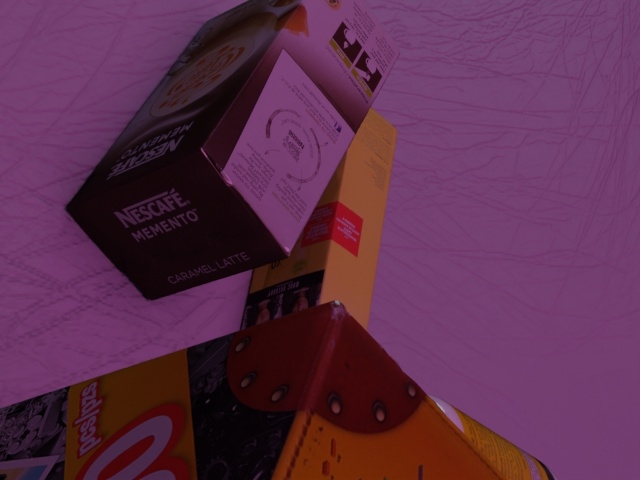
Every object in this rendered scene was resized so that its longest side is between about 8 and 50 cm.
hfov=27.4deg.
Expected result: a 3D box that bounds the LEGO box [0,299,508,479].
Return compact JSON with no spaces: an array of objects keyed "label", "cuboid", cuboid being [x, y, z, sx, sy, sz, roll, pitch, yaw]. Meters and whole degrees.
[{"label":"LEGO box","cuboid":[-0.142,0.303,0.505,0.193,0.372,0.500,48,43,-26]}]

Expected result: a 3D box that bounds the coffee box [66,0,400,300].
[{"label":"coffee box","cuboid":[-0.056,-0.084,0.963,0.098,0.141,0.246,52,41,-23]}]

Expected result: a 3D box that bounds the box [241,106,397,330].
[{"label":"box","cuboid":[0.000,0.000,1.039,0.058,0.087,0.232,38,49,-34]}]

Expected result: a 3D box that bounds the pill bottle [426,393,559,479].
[{"label":"pill bottle","cuboid":[0.092,0.192,1.041,0.208,0.119,0.119,35,50,-37]}]
